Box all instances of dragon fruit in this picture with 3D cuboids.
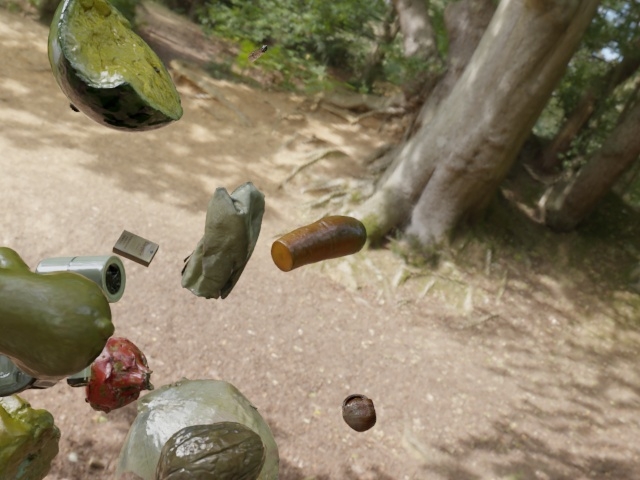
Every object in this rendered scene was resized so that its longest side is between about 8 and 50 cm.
[{"bbox_3d":[-0.658,0.448,2.221,0.212,0.262,0.134,8,-21,9],"label":"dragon fruit"}]

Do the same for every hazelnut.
[{"bbox_3d":[0.087,0.389,1.502,0.086,0.086,0.086,25,14,-7],"label":"hazelnut"}]

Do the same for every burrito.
[{"bbox_3d":[-0.246,0.004,1.785,0.190,0.331,0.135,-5,42,-46],"label":"burrito"}]

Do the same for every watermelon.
[{"bbox_3d":[-0.458,-0.357,1.415,0.330,0.189,0.331,62,8,-15],"label":"watermelon"}]

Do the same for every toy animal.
[{"bbox_3d":[-0.489,0.090,0.955,0.363,0.181,0.180,22,-13,-31],"label":"toy animal"}]

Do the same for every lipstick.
[{"bbox_3d":[-0.187,-0.560,1.991,0.027,0.027,0.176,21,0,-19],"label":"lipstick"}]

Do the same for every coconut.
[{"bbox_3d":[-0.332,0.532,1.709,0.405,0.404,0.404,25,14,-7],"label":"coconut"}]

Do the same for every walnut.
[{"bbox_3d":[-0.214,0.446,1.338,0.230,0.178,0.178,-7,29,-28],"label":"walnut"}]

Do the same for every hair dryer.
[{"bbox_3d":[-0.625,0.221,1.731,0.203,0.362,0.128,-2,-5,11],"label":"hair dryer"}]

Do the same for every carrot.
[{"bbox_3d":[0.000,0.000,1.246,0.193,0.087,0.087,-11,35,-37],"label":"carrot"}]

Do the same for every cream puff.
[{"bbox_3d":[-0.911,0.582,1.868,0.257,0.324,0.291,29,55,15],"label":"cream puff"}]

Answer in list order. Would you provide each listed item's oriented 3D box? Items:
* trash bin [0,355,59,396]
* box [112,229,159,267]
[{"bbox_3d":[-0.616,0.203,1.308,0.219,0.219,0.250,1,-16,-5],"label":"trash bin"},{"bbox_3d":[-0.392,0.017,1.411,0.083,0.024,0.053,26,51,-6],"label":"box"}]
